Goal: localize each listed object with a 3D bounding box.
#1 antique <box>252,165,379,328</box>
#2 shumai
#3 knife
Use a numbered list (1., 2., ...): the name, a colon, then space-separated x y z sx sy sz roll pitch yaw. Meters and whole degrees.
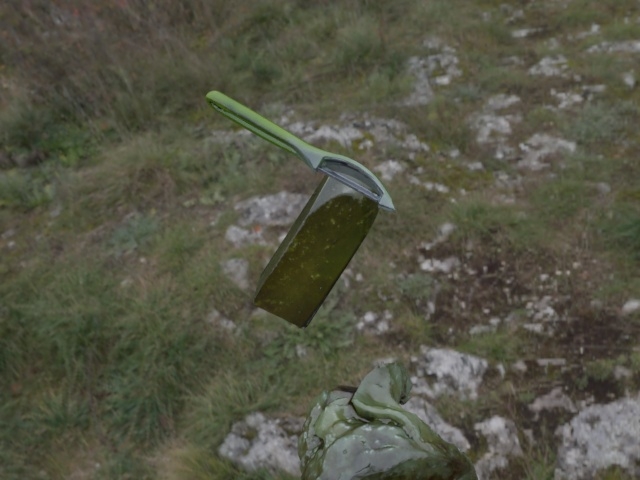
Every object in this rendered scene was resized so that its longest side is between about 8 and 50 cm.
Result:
1. antique: 0.000 0.000 1.106 0.081 0.221 0.080 28 24 -10
2. shumai: 0.091 0.454 1.793 0.395 0.395 0.348 -25 45 -7
3. knife: -0.015 -0.072 0.661 0.184 0.022 0.026 31 57 16
